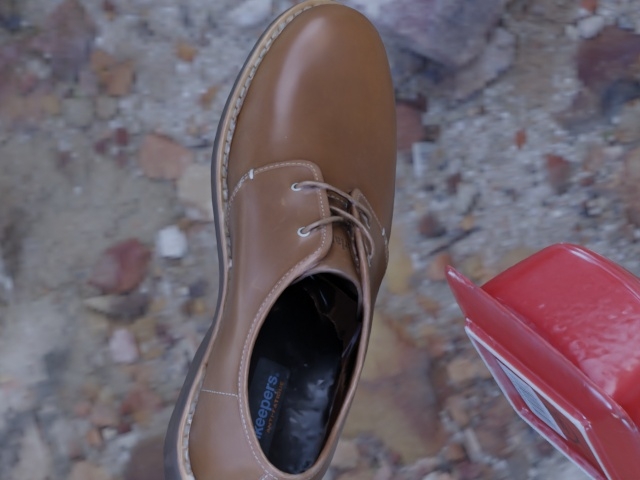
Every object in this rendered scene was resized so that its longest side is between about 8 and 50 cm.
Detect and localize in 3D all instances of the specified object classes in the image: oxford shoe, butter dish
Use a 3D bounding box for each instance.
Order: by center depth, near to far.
[{"bbox_3d":[0.000,0.000,0.674,0.076,0.076,0.212,142,140,-60],"label":"oxford shoe"},{"bbox_3d":[0.169,0.062,1.043,0.118,0.160,0.160,-43,48,-7],"label":"butter dish"}]
